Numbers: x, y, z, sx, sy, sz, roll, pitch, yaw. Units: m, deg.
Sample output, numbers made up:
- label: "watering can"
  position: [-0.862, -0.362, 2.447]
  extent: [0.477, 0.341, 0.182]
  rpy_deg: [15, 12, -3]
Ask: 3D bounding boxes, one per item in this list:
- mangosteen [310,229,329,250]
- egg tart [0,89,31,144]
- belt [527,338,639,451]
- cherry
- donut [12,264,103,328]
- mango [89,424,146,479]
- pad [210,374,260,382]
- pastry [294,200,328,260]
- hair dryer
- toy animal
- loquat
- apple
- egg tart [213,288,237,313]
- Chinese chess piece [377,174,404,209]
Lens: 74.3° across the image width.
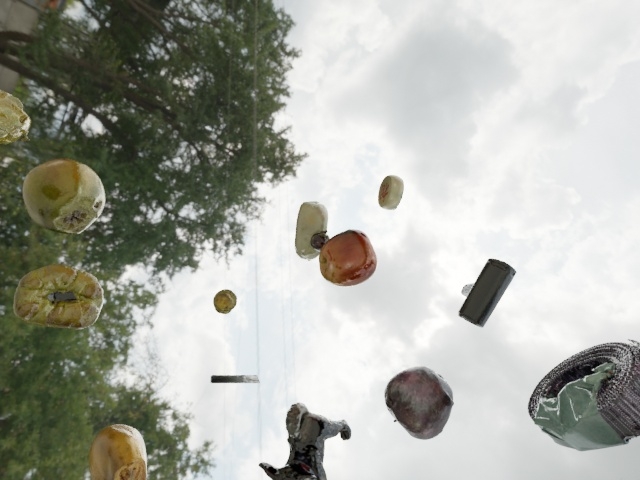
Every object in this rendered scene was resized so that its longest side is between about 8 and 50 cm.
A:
- label: "mangosteen"
  position: [-0.001, 0.003, 1.664]
  extent: [0.080, 0.080, 0.081]
  rpy_deg: [-20, -118, 43]
- label: "egg tart"
  position: [-0.769, -0.213, 0.786]
  extent: [0.339, 0.351, 0.153]
  rpy_deg: [-2, -91, 31]
- label: "belt"
  position: [0.649, 0.372, 1.014]
  extent: [0.122, 0.260, 0.325]
  rpy_deg: [44, -41, 5]
- label: "cherry"
  position: [0.280, 0.450, 1.196]
  extent: [0.195, 0.195, 0.195]
  rpy_deg: [-20, -118, 43]
- label: "donut"
  position: [-0.888, 0.195, 1.447]
  extent: [0.128, 0.261, 0.209]
  rpy_deg: [-19, -126, 52]
- label: "mango"
  position: [-0.551, 0.600, 1.157]
  extent: [0.187, 0.143, 0.359]
  rpy_deg: [61, -38, 13]
- label: "pad"
  position: [-0.281, 0.454, 1.385]
  extent: [0.112, 0.156, 0.003]
  rpy_deg: [161, -67, -75]
- label: "pastry"
  position: [-0.043, -0.045, 1.836]
  extent: [0.265, 0.133, 0.265]
  rpy_deg: [-175, -90, -87]
- label: "hair dryer"
  position: [0.493, 0.163, 1.317]
  extent: [0.089, 0.251, 0.197]
  rpy_deg: [30, -93, 6]
- label: "toy animal"
  position: [-0.066, 0.712, 1.362]
  extent: [0.194, 0.303, 0.345]
  rpy_deg: [-3, -128, 29]
- label: "loquat"
  position: [-0.747, -0.142, 1.220]
  extent: [0.213, 0.213, 0.246]
  rpy_deg: [-49, -117, 25]
- label: "apple"
  position: [0.084, 0.062, 1.367]
  extent: [0.199, 0.199, 0.200]
  rpy_deg: [-20, -118, 43]
- label: "egg tart"
  position: [-0.485, 0.309, 2.140]
  extent: [0.130, 0.052, 0.131]
  rpy_deg: [0, -102, 2]
- label: "Chinese chess piece"
  position: [0.239, -0.164, 1.442]
  extent: [0.122, 0.051, 0.122]
  rpy_deg: [-168, -90, -76]
